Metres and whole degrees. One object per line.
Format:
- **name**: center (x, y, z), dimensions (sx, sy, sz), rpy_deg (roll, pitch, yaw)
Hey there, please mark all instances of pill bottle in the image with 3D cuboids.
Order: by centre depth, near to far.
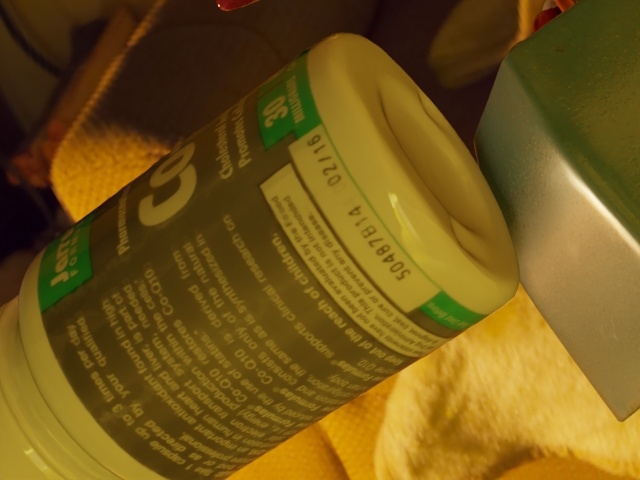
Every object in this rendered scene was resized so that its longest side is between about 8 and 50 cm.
- **pill bottle**: center (-0.067, 0.043, 0.815), dimensions (0.361, 0.204, 0.204), rpy_deg (-34, 29, 20)

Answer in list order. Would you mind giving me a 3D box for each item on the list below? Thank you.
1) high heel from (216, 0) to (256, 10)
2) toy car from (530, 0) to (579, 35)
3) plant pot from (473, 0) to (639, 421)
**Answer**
- **high heel**: center (-0.002, -0.269, 1.082), dimensions (0.117, 0.082, 0.244), rpy_deg (-55, -9, 33)
- **toy car**: center (0.344, -0.277, 1.635), dimensions (0.136, 0.182, 0.159), rpy_deg (-33, 71, -8)
- **plant pot**: center (0.256, -0.057, 0.915), dimensions (0.247, 0.248, 0.252), rpy_deg (-37, 74, -16)
